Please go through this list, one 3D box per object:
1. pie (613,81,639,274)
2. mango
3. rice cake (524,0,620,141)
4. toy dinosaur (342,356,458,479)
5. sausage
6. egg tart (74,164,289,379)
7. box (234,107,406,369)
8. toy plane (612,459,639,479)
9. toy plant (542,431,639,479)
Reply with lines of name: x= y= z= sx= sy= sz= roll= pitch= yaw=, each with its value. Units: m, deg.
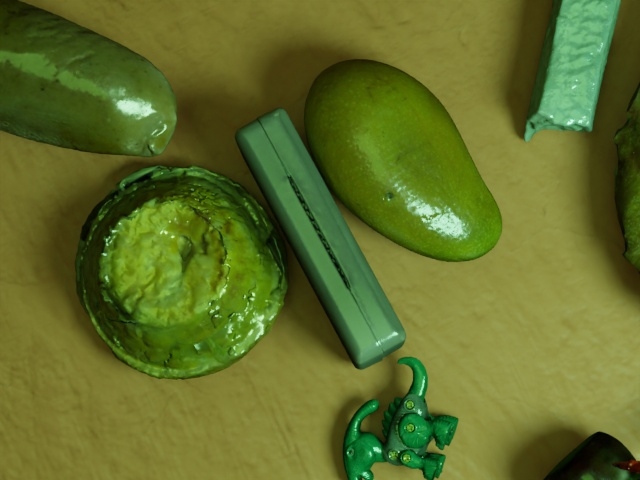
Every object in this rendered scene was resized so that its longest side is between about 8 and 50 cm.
pie: x=0.411 y=-0.070 z=1.399 sx=0.288 sy=0.103 sz=0.354 roll=19 pitch=90 yaw=7
mango: x=0.075 y=-0.070 z=1.434 sx=0.136 sy=0.099 sz=0.227 roll=-42 pitch=90 yaw=-24
rice cake: x=0.240 y=-0.191 z=1.446 sx=0.063 sy=0.069 sz=0.206 roll=12 pitch=84 yaw=6
toy dinosaur: x=0.073 y=0.172 z=1.429 sx=0.096 sy=0.059 sz=0.132 roll=16 pitch=93 yaw=13
sausage: x=-0.375 y=-0.178 z=1.475 sx=0.501 sy=0.123 sz=0.136 roll=10 pitch=87 yaw=6
egg tart: x=-0.134 y=0.026 z=1.450 sx=0.213 sy=0.090 sz=0.212 roll=-1 pitch=79 yaw=5
box: x=0.000 y=0.000 z=1.428 sx=0.055 sy=0.103 sz=0.243 roll=-28 pitch=81 yaw=-3
toy plane: x=0.355 y=0.171 z=1.360 sx=0.126 sy=0.194 sz=0.077 roll=-11 pitch=105 yaw=45
toy plant: x=0.276 y=0.253 z=1.380 sx=0.093 sy=0.093 sz=0.162 roll=-41 pitch=82 yaw=0
